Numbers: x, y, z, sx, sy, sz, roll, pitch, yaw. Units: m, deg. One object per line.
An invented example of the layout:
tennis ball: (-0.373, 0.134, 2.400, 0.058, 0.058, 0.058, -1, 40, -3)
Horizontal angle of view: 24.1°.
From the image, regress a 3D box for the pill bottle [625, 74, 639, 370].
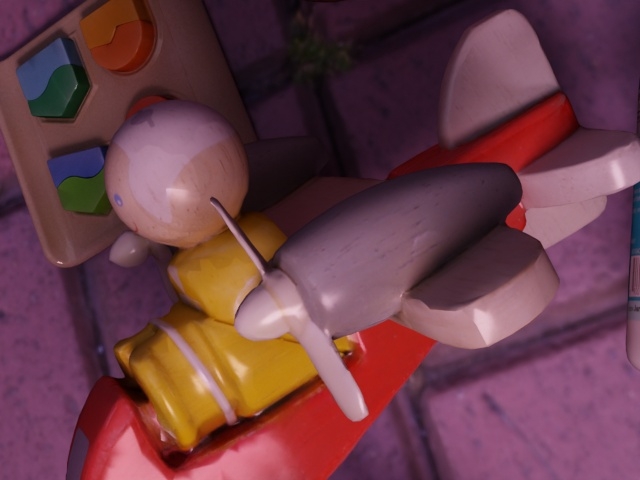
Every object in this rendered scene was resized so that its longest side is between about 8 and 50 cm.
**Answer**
pill bottle: (0.265, -0.046, 0.909, 0.146, 0.146, 0.264, 3, 88, 27)

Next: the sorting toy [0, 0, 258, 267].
sorting toy: (-0.168, -0.105, 1.197, 0.208, 0.038, 0.193, -28, 74, 22)

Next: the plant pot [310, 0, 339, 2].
plant pot: (-0.045, -0.287, 1.020, 0.272, 0.265, 0.272, -2, 85, 27)

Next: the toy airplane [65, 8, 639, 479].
toy airplane: (0.000, 0.000, 0.907, 0.272, 0.384, 0.386, 41, 129, -17)
